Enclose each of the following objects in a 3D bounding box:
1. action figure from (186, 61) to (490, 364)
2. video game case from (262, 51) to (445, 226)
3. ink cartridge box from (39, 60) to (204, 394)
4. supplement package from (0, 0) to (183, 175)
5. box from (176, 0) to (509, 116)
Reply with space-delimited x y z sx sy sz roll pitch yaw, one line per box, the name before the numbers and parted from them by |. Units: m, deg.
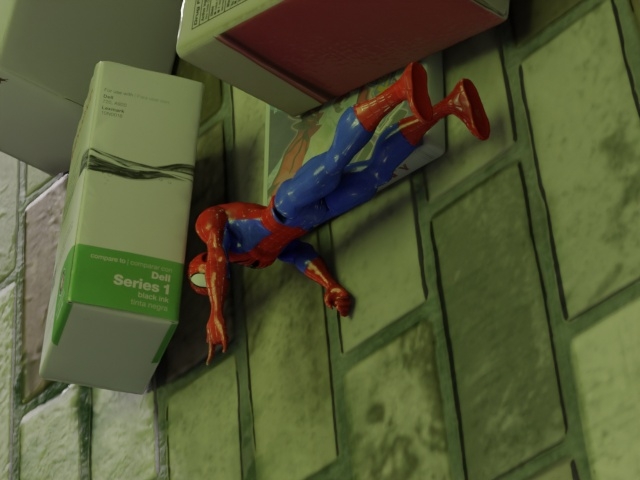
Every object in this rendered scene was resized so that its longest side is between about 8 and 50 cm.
action figure | 0.000 0.000 1.342 0.280 0.091 0.139 -31 57 39
video game case | 0.022 -0.116 1.452 0.183 0.023 0.201 -29 48 39
ink cartridge box | -0.160 -0.010 1.509 0.160 0.092 0.219 122 156 -60
supplement package | -0.237 -0.236 1.719 0.175 0.177 0.293 -12 59 47
box | 0.019 -0.210 1.385 0.232 0.126 0.149 -21 53 44
